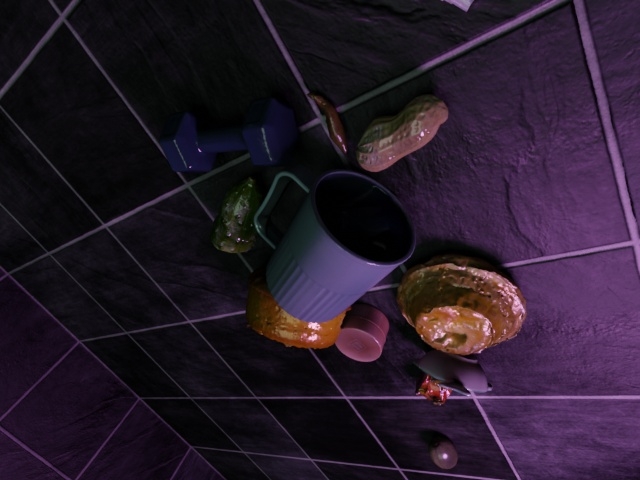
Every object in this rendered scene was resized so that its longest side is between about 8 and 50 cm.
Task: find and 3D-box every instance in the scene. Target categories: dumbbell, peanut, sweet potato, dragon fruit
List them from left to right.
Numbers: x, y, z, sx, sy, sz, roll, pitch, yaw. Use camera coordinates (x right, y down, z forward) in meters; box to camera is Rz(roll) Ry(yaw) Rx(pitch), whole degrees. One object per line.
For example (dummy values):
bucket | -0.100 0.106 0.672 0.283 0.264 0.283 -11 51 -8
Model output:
dumbbell | -0.215 -0.239 0.952 0.324 0.144 0.160 2 125 26
sweet potato | 0.026 -0.262 0.889 0.041 0.038 0.153 -27 111 14
peanut | 0.160 -0.218 0.825 0.214 0.090 0.099 -25 83 37
dragon fruit | 0.352 0.460 1.270 0.102 0.096 0.147 27 131 9

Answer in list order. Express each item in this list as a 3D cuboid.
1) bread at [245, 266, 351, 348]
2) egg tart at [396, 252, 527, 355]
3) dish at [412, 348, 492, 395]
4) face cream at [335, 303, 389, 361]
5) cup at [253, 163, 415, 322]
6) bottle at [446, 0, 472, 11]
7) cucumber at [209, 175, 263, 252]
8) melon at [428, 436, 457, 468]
bread | -0.102 0.193 1.165 0.339 0.179 0.195 20 102 26
egg tart | 0.349 0.186 1.033 0.340 0.129 0.342 12 130 15
dish | 0.376 0.349 1.127 0.224 0.246 0.078 16 91 14
face cream | 0.126 0.279 1.229 0.149 0.104 0.149 13 131 16
cup | 0.000 0.016 0.965 0.330 0.257 0.311 23 136 -14
bottle | 0.156 -0.445 0.662 0.217 0.060 0.060 34 133 -2
cucumber | -0.216 -0.083 1.097 0.134 0.134 0.244 31 130 0
melon | 0.448 0.777 1.478 0.097 0.098 0.131 -16 118 35
